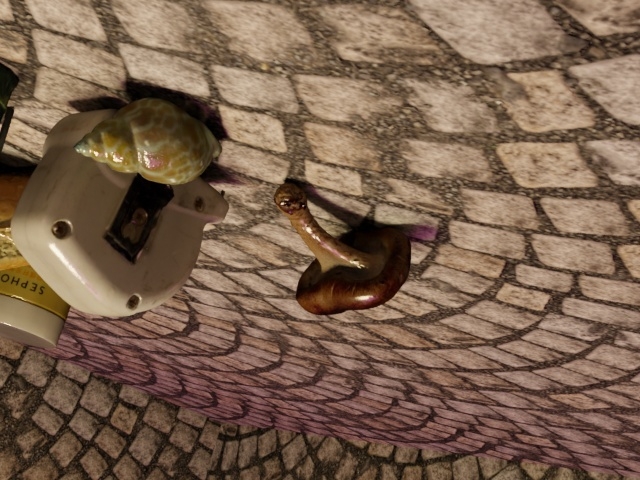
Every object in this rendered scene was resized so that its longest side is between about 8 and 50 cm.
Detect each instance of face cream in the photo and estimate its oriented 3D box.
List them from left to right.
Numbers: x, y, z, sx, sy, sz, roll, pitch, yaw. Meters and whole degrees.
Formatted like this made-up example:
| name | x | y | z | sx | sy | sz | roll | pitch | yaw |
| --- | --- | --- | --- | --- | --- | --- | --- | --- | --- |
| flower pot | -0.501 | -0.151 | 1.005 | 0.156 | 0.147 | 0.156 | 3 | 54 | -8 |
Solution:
| name | x | y | z | sx | sy | sz | roll | pitch | yaw |
| --- | --- | --- | --- | --- | --- | --- | --- | --- | --- |
| face cream | -0.648 | 0.114 | 2.271 | 0.218 | 0.179 | 0.218 | 15 | 163 | 5 |

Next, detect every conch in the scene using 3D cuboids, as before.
| name | x | y | z | sx | sy | sz | roll | pitch | yaw |
| --- | --- | --- | --- | --- | --- | --- | --- | --- | --- |
| conch | -0.198 | -0.119 | 1.300 | 0.116 | 0.106 | 0.173 | 29 | -177 | 23 |

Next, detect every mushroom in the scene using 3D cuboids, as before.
| name | x | y | z | sx | sy | sz | roll | pitch | yaw |
| --- | --- | --- | --- | --- | --- | --- | --- | --- | --- |
| mushroom | 0.000 | 0.000 | 1.493 | 0.217 | 0.148 | 0.227 | 44 | 143 | -21 |

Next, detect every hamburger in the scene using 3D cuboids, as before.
| name | x | y | z | sx | sy | sz | roll | pitch | yaw |
| --- | --- | --- | --- | --- | --- | --- | --- | --- | --- |
| hamburger | -0.573 | -0.024 | 1.693 | 0.329 | 0.162 | 0.209 | 0 | -176 | 39 |

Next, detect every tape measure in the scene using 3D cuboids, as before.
| name | x | y | z | sx | sy | sz | roll | pitch | yaw |
| --- | --- | --- | --- | --- | --- | --- | --- | --- | --- |
| tape measure | -0.263 | -0.032 | 1.396 | 0.130 | 0.265 | 0.258 | -1 | 149 | 37 |

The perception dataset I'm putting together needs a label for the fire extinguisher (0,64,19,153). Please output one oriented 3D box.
| name | x | y | z | sx | sy | sz | roll | pitch | yaw |
| --- | --- | --- | --- | --- | --- | --- | --- | --- | --- |
| fire extinguisher | -0.468 | -0.088 | 1.301 | 0.118 | 0.294 | 0.093 | 19 | 161 | -11 |
